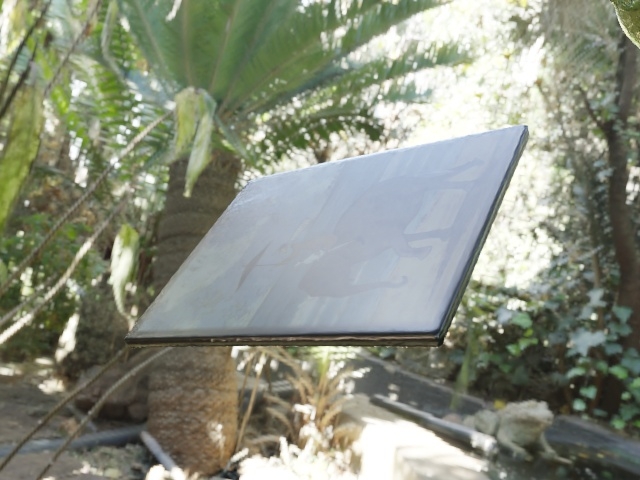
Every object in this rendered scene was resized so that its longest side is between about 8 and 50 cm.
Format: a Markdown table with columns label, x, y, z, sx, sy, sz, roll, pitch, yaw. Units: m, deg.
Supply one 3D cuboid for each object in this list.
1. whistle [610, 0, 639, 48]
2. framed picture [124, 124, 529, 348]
| label | x | y | z | sx | sy | sz | roll | pitch | yaw |
| --- | --- | --- | --- | --- | --- | --- | --- | --- | --- |
| whistle | 0.345 | -0.202 | 0.577 | 0.289 | 0.131 | 0.106 | -10 | -26 | -20 |
| framed picture | 0.000 | 0.000 | 0.670 | 0.347 | 0.265 | 0.016 | -6 | -52 | 39 |
